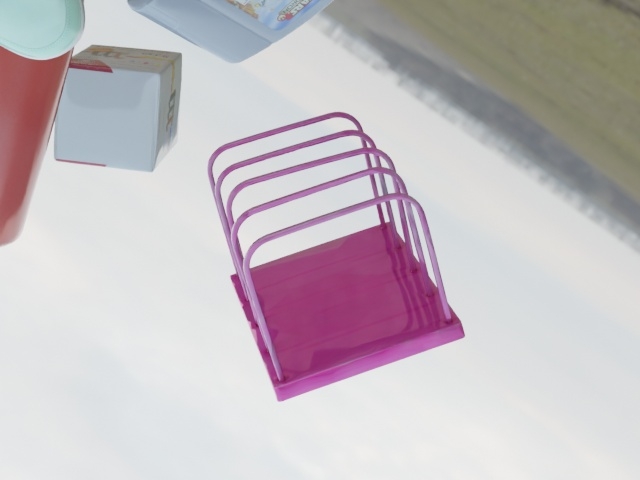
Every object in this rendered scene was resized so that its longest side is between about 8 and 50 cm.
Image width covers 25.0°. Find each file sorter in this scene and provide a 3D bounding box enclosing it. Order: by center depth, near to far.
[{"bbox_3d":[0.000,0.000,1.547,0.290,0.202,0.182,-120,13,-65],"label":"file sorter"}]

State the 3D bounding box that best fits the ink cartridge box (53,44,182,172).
[{"bbox_3d":[-0.252,-0.171,1.828,0.128,0.127,0.176,6,-165,2],"label":"ink cartridge box"}]

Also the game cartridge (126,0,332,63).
[{"bbox_3d":[-0.051,-0.324,1.636,0.198,0.297,0.062,27,-147,-46],"label":"game cartridge"}]

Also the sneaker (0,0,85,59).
[{"bbox_3d":[-0.240,-0.189,0.933,0.256,0.094,0.151,54,-169,-36],"label":"sneaker"}]

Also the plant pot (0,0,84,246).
[{"bbox_3d":[-0.367,-0.129,1.358,0.275,0.243,0.275,7,-167,-2],"label":"plant pot"}]
